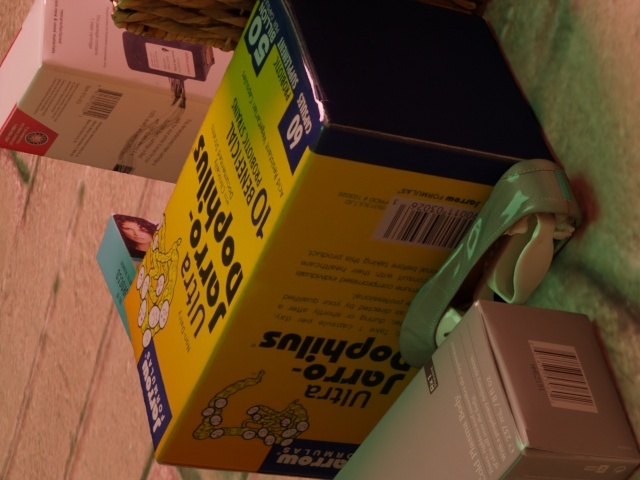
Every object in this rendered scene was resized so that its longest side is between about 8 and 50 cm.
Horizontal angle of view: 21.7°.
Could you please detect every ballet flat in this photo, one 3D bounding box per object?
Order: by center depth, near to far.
[{"bbox_3d":[0.119,0.035,1.205,0.213,0.072,0.068,-61,35,35],"label":"ballet flat"}]

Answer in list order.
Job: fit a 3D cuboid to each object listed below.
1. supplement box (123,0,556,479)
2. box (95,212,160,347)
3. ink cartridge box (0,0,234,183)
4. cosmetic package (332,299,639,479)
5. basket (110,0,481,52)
[{"bbox_3d":[0.000,0.000,1.322,0.356,0.195,0.194,-63,30,35],"label":"supplement box"},{"bbox_3d":[-0.157,0.059,1.752,0.060,0.101,0.244,-69,28,22],"label":"box"},{"bbox_3d":[-0.188,-0.148,1.672,0.172,0.237,0.100,137,138,-54],"label":"ink cartridge box"},{"bbox_3d":[0.105,0.162,1.154,0.238,0.107,0.127,-55,38,38],"label":"cosmetic package"},{"bbox_3d":[-0.020,-0.284,1.337,0.213,0.299,0.223,-60,32,37],"label":"basket"}]
